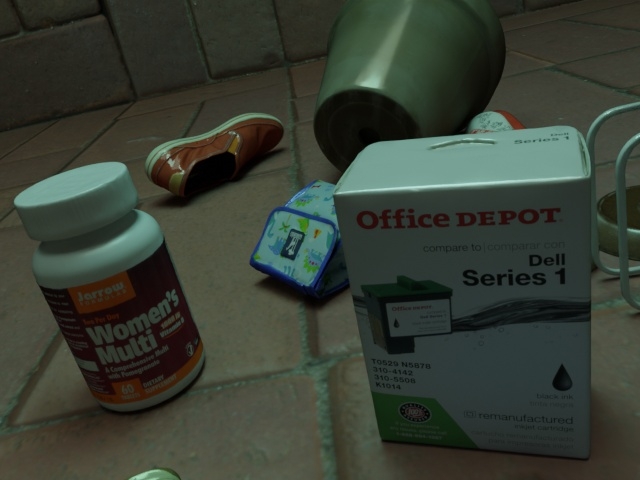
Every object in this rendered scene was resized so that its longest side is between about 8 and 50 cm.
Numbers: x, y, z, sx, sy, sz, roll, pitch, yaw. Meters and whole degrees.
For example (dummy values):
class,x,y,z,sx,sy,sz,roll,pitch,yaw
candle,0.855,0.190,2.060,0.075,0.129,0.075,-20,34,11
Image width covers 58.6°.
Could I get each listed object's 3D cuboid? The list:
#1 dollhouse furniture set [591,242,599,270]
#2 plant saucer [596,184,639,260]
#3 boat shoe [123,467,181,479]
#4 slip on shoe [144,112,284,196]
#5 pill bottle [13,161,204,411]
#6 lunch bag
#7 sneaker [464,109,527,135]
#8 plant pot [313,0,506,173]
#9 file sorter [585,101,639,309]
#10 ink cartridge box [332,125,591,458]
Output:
class,x,y,z,sx,sy,sz,roll,pitch,yaw
dollhouse furniture set,0.172,-0.001,0.613,0.182,0.101,0.161,-26,28,-26
plant saucer,0.389,-0.028,0.653,0.168,0.029,0.168,-11,26,5
boat shoe,-0.163,0.210,0.389,0.152,0.056,0.049,-25,22,-24
slip on shoe,-0.190,-0.170,1.154,0.101,0.123,0.331,40,45,21
pill bottle,-0.200,0.045,0.555,0.121,0.221,0.121,-11,26,5
lunch bag,0.000,0.000,0.715,0.129,0.096,0.151,19,54,45
sneaker,0.235,-0.127,0.859,0.145,0.090,0.270,-13,28,-6
plant pot,0.128,-0.254,0.975,0.323,0.323,0.280,2,45,29
file sorter,0.337,0.004,0.424,0.173,0.193,0.277,-11,25,9
ink cartridge box,0.110,0.040,0.419,0.160,0.219,0.092,-3,27,21
